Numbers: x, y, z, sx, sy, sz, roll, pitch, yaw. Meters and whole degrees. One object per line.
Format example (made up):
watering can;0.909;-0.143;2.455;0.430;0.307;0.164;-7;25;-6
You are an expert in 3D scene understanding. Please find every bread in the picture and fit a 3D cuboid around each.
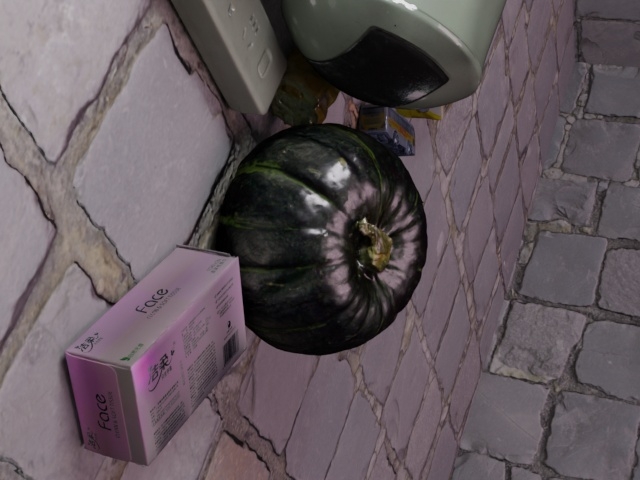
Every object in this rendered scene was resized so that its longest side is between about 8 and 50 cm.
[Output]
bread;0.010;-0.273;1.463;0.087;0.098;0.269;-40;-166;48

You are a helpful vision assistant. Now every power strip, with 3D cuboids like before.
power strip;-0.115;-0.270;1.203;0.338;0.058;0.098;63;42;-56

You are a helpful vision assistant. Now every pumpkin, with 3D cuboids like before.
pumpkin;0.000;0.000;1.352;0.323;0.241;0.323;-19;115;-47

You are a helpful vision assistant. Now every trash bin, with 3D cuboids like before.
trash bin;0.135;-0.387;1.296;0.432;0.280;0.280;-66;155;-10

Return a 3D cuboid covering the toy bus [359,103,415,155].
toy bus;0.124;-0.200;1.804;0.190;0.064;0.075;14;74;-68

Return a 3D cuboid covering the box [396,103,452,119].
box;0.235;-0.375;1.940;0.265;0.097;0.168;-55;147;-45

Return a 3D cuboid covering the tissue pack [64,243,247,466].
tissue pack;-0.185;0.126;1.157;0.246;0.093;0.148;-48;143;-52
